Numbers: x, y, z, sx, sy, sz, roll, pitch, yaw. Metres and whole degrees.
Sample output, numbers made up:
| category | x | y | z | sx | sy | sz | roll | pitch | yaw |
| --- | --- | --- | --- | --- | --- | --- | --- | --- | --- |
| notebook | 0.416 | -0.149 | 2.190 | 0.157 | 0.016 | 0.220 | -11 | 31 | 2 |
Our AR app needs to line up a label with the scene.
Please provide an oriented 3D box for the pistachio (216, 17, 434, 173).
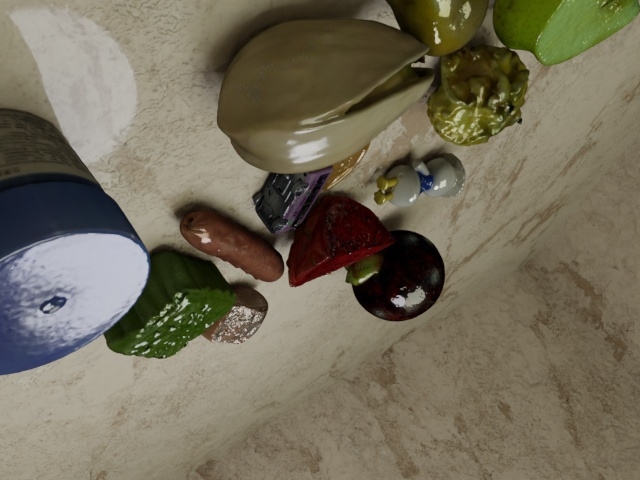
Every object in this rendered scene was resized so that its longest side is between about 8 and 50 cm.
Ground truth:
| category | x | y | z | sx | sy | sz | roll | pitch | yaw |
| --- | --- | --- | --- | --- | --- | --- | --- | --- | --- |
| pistachio | 0.010 | -0.214 | 0.868 | 0.332 | 0.226 | 0.207 | -21 | 114 | -17 |

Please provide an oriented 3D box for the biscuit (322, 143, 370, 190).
| category | x | y | z | sx | sy | sz | roll | pitch | yaw |
| --- | --- | --- | --- | --- | --- | --- | --- | --- | --- |
| biscuit | 0.040 | -0.175 | 1.229 | 0.142 | 0.029 | 0.220 | -24 | 155 | -28 |

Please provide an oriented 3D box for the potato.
| category | x | y | z | sx | sy | sz | roll | pitch | yaw |
| --- | --- | --- | --- | --- | --- | --- | --- | --- | --- |
| potato | 0.161 | -0.366 | 0.886 | 0.194 | 0.157 | 0.157 | 23 | 121 | -39 |

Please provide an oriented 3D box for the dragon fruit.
| category | x | y | z | sx | sy | sz | roll | pitch | yaw |
| --- | --- | --- | --- | --- | --- | --- | --- | --- | --- |
| dragon fruit | 0.000 | 0.000 | 1.399 | 0.205 | 0.151 | 0.317 | -34 | 168 | 30 |

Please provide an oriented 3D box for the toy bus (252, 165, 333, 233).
| category | x | y | z | sx | sy | sz | roll | pitch | yaw |
| --- | --- | --- | --- | --- | --- | --- | --- | --- | --- |
| toy bus | -0.053 | -0.097 | 1.173 | 0.098 | 0.086 | 0.178 | -18 | 152 | -43 |

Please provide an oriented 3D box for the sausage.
| category | x | y | z | sx | sy | sz | roll | pitch | yaw |
| --- | --- | --- | --- | --- | --- | --- | --- | --- | --- |
| sausage | -0.162 | 0.019 | 1.252 | 0.088 | 0.087 | 0.433 | -38 | 158 | 4 |

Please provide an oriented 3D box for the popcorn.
| category | x | y | z | sx | sy | sz | roll | pitch | yaw |
| --- | --- | --- | --- | --- | --- | --- | --- | --- | --- |
| popcorn | 0.316 | -0.289 | 1.212 | 0.218 | 0.169 | 0.189 | -41 | 160 | -4 |

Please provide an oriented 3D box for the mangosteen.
| category | x | y | z | sx | sy | sz | roll | pitch | yaw |
| --- | --- | --- | --- | --- | --- | --- | --- | --- | --- |
| mangosteen | 0.210 | 0.093 | 1.736 | 0.288 | 0.288 | 0.288 | -30 | 158 | -14 |

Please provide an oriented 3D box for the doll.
| category | x | y | z | sx | sy | sz | roll | pitch | yaw |
| --- | --- | --- | --- | --- | --- | --- | --- | --- | --- |
| doll | 0.253 | -0.148 | 1.499 | 0.293 | 0.119 | 0.138 | -14 | 134 | -33 |

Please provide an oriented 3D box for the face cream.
| category | x | y | z | sx | sy | sz | roll | pitch | yaw |
| --- | --- | --- | --- | --- | --- | --- | --- | --- | --- |
| face cream | -0.366 | -0.001 | 0.726 | 0.249 | 0.225 | 0.249 | -32 | 156 | -16 |

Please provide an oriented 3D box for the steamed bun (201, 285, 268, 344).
| category | x | y | z | sx | sy | sz | roll | pitch | yaw |
| --- | --- | --- | --- | --- | --- | --- | --- | --- | --- |
| steamed bun | -0.208 | 0.184 | 1.490 | 0.145 | 0.106 | 0.175 | -46 | 154 | 25 |

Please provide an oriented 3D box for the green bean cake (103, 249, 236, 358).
| category | x | y | z | sx | sy | sz | roll | pitch | yaw |
| --- | --- | --- | --- | --- | --- | --- | --- | --- | --- |
| green bean cake | -0.307 | 0.134 | 1.216 | 0.222 | 0.124 | 0.248 | -38 | 158 | 6 |

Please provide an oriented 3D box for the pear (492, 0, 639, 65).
| category | x | y | z | sx | sy | sz | roll | pitch | yaw |
| --- | --- | --- | --- | --- | --- | --- | --- | --- | --- |
| pear | 0.428 | -0.445 | 1.083 | 0.293 | 0.159 | 0.292 | -27 | 154 | -14 |
